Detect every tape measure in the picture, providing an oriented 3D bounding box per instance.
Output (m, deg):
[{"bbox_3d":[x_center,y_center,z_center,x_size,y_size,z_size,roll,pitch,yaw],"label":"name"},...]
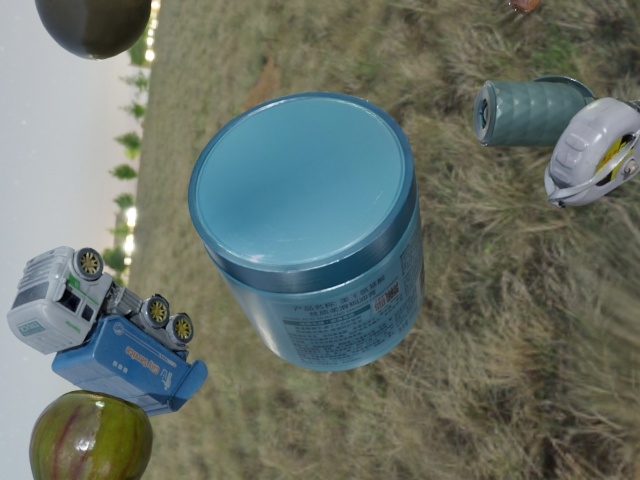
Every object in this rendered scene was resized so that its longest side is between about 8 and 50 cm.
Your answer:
[{"bbox_3d":[0.516,-0.168,1.282,0.120,0.236,0.197,43,152,36],"label":"tape measure"}]

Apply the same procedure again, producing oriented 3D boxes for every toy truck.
[{"bbox_3d":[-0.360,0.170,1.206,0.146,0.367,0.175,-21,40,32],"label":"toy truck"}]

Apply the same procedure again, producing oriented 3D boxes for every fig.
[{"bbox_3d":[-0.286,0.271,0.823,0.142,0.147,0.186,92,-172,-58],"label":"fig"}]

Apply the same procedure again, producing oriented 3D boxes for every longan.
[{"bbox_3d":[-0.358,-0.388,1.093,0.212,0.198,0.198,114,157,-60],"label":"longan"}]

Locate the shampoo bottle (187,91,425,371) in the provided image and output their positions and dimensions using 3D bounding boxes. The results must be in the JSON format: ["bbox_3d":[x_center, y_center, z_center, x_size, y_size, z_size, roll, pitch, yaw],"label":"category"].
[{"bbox_3d":[0.000,0.000,1.109,0.343,0.331,0.331,71,-169,-54],"label":"shampoo bottle"}]

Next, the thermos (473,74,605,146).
[{"bbox_3d":[0.489,-0.287,1.517,0.145,0.286,0.182,99,168,-58],"label":"thermos"}]

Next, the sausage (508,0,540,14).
[{"bbox_3d":[0.269,-0.318,0.765,0.158,0.042,0.036,-45,-2,5],"label":"sausage"}]
